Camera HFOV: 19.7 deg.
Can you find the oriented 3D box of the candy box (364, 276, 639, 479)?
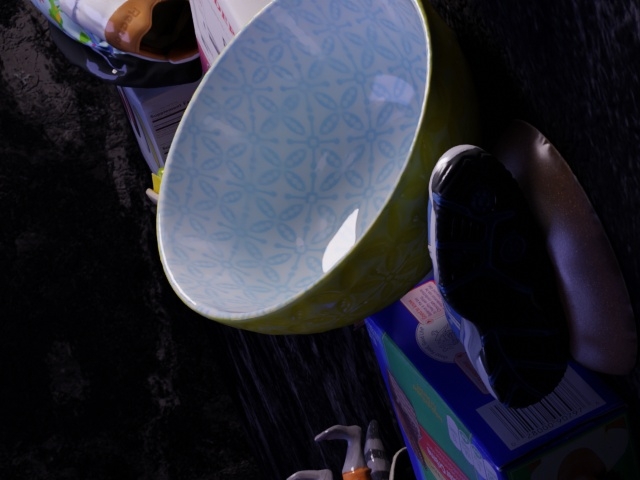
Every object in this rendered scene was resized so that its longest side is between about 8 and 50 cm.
[{"bbox_3d":[0.167,0.211,1.499,0.268,0.122,0.317,49,162,57],"label":"candy box"}]

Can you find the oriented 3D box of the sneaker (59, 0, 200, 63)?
[{"bbox_3d":[-0.136,-0.224,1.879,0.123,0.290,0.106,40,118,20],"label":"sneaker"}]

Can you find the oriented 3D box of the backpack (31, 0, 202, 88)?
[{"bbox_3d":[-0.262,-0.386,2.124,0.290,0.273,0.356,-128,41,-53],"label":"backpack"}]

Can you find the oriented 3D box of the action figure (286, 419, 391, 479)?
[{"bbox_3d":[0.106,0.382,2.348,0.330,0.178,0.341,57,141,15],"label":"action figure"}]

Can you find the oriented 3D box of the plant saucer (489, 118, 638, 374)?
[{"bbox_3d":[0.161,0.012,1.309,0.199,0.036,0.198,62,170,20],"label":"plant saucer"}]

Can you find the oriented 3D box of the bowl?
[{"bbox_3d":[0.028,-0.047,1.395,0.156,0.289,0.289,29,-164,-37],"label":"bowl"}]

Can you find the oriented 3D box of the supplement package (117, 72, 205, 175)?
[{"bbox_3d":[-0.162,-0.170,2.327,0.194,0.149,0.203,-124,13,-49],"label":"supplement package"}]

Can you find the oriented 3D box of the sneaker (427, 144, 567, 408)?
[{"bbox_3d":[0.107,0.022,1.272,0.081,0.080,0.211,49,159,52],"label":"sneaker"}]

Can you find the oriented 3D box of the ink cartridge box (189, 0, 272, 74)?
[{"bbox_3d":[-0.035,-0.182,1.672,0.283,0.117,0.207,82,162,-61],"label":"ink cartridge box"}]

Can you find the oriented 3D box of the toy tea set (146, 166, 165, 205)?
[{"bbox_3d":[-0.044,-0.027,2.155,0.200,0.124,0.336,29,180,-45],"label":"toy tea set"}]

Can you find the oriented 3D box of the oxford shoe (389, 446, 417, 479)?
[{"bbox_3d":[0.141,0.337,1.930,0.397,0.140,0.147,-144,38,-68],"label":"oxford shoe"}]

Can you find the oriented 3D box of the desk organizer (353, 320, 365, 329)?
[{"bbox_3d":[0.057,0.060,1.983,0.130,0.047,0.050,132,117,-80],"label":"desk organizer"}]
